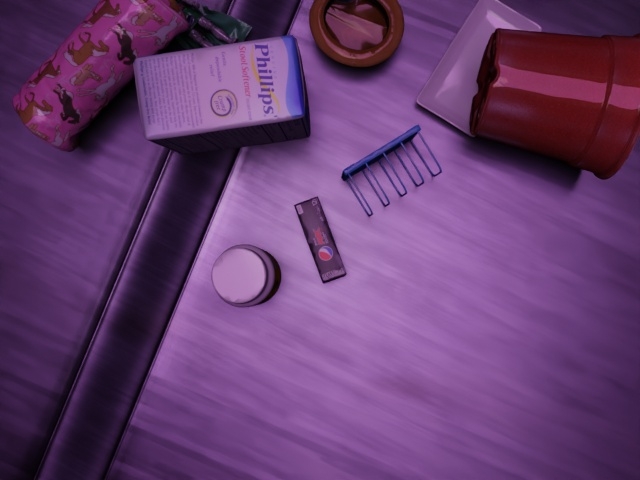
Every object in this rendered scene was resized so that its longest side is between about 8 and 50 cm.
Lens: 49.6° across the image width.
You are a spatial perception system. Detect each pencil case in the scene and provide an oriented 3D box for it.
[{"bbox_3d":[-0.429,-0.348,1.351,0.386,0.167,0.160,-43,55,9],"label":"pencil case"}]

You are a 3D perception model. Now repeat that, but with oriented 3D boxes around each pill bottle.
[{"bbox_3d":[-0.142,0.068,1.323,0.119,0.208,0.119,0,87,2],"label":"pill bottle"}]

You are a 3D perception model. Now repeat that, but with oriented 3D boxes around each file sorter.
[{"bbox_3d":[0.140,-0.134,1.374,0.170,0.118,0.105,-31,89,0],"label":"file sorter"}]

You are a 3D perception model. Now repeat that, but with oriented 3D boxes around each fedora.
[{"bbox_3d":[0.073,-0.437,1.412,0.194,0.079,0.195,0,87,1],"label":"fedora"}]

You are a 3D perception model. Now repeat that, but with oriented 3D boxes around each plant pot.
[{"bbox_3d":[0.432,-0.272,1.293,0.264,0.272,0.273,11,87,2],"label":"plant pot"}]

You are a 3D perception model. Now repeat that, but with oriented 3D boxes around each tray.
[{"bbox_3d":[0.325,-0.358,1.424,0.145,0.030,0.270,32,88,4],"label":"tray"}]

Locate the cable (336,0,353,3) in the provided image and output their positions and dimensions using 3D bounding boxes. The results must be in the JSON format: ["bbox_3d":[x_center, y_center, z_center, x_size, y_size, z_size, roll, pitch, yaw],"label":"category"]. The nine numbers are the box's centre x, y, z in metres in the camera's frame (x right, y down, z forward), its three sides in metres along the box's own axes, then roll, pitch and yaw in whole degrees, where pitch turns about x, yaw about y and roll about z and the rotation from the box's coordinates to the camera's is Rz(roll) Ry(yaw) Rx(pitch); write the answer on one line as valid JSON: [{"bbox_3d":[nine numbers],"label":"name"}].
[{"bbox_3d":[-0.015,-0.574,1.406,0.287,0.072,0.139,37,77,17],"label":"cable"}]

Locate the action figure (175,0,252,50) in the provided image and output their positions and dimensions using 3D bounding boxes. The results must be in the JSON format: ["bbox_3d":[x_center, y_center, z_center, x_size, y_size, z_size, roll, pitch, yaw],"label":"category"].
[{"bbox_3d":[-0.274,-0.456,1.437,0.232,0.063,0.137,37,91,7],"label":"action figure"}]

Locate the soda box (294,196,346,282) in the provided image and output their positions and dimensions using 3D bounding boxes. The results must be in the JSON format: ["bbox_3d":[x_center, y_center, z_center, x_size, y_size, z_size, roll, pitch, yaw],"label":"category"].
[{"bbox_3d":[0.000,0.000,1.397,0.053,0.060,0.169,-20,85,-1],"label":"soda box"}]

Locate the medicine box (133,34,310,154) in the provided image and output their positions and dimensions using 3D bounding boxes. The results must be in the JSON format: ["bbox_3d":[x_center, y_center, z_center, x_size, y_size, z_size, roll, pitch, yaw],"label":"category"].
[{"bbox_3d":[-0.170,-0.265,1.313,0.289,0.263,0.149,-8,91,1],"label":"medicine box"}]
